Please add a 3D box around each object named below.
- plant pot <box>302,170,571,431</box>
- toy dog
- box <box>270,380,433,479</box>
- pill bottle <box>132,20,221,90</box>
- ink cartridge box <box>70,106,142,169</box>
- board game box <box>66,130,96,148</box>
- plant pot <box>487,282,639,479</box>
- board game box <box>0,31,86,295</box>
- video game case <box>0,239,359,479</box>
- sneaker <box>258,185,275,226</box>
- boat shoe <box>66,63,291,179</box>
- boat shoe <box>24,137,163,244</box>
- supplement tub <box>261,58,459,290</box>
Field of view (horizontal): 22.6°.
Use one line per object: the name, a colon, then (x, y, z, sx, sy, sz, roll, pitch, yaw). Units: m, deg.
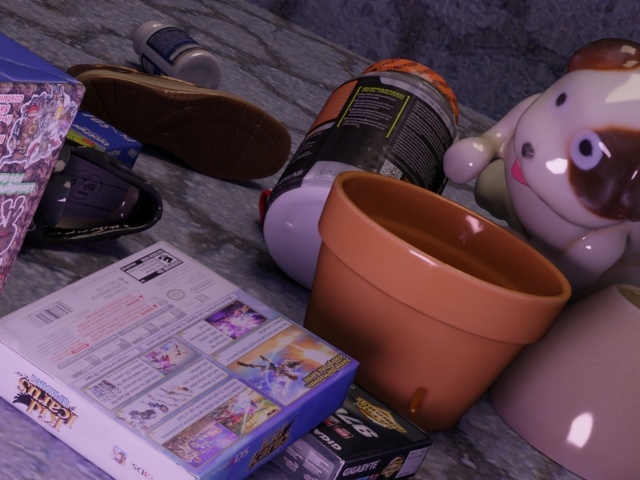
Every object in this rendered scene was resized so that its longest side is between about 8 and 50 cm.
plant pot: (0.105, 0.077, 1.795, 0.291, 0.203, 0.291, 25, 16, -7)
toy dog: (0.356, -0.066, 1.998, 0.395, 0.284, 0.408, -7, -21, 8)
box: (-0.020, 0.167, 1.592, 0.220, 0.051, 0.175, 35, 19, 28)
pill bottle: (-0.243, -0.301, 2.652, 0.094, 0.094, 0.169, 11, 22, -42)
ink cartridge box: (-0.347, -0.154, 2.118, 0.207, 0.046, 0.097, 31, 18, 17)
board game box: (-0.355, -0.109, 1.966, 0.092, 0.043, 0.181, 28, 16, 7)
plant pot: (0.373, 0.165, 1.954, 0.284, 0.191, 0.284, 24, 15, -7)
board game box: (-0.367, -0.052, 1.312, 0.232, 0.291, 0.141, 32, 18, 22)
video game case: (-0.136, 0.118, 1.452, 0.244, 0.061, 0.269, 30, 31, 21)
sneaker: (0.000, 0.000, 2.156, 0.128, 0.087, 0.221, -19, 46, -42)
boat shoe: (-0.206, -0.182, 2.299, 0.342, 0.123, 0.123, 12, 21, -23)
boat shoe: (-0.300, -0.055, 1.733, 0.113, 0.127, 0.340, 23, 2, 35)
supplement tub: (0.064, -0.088, 2.066, 0.193, 0.193, 0.316, 27, 45, 3)
